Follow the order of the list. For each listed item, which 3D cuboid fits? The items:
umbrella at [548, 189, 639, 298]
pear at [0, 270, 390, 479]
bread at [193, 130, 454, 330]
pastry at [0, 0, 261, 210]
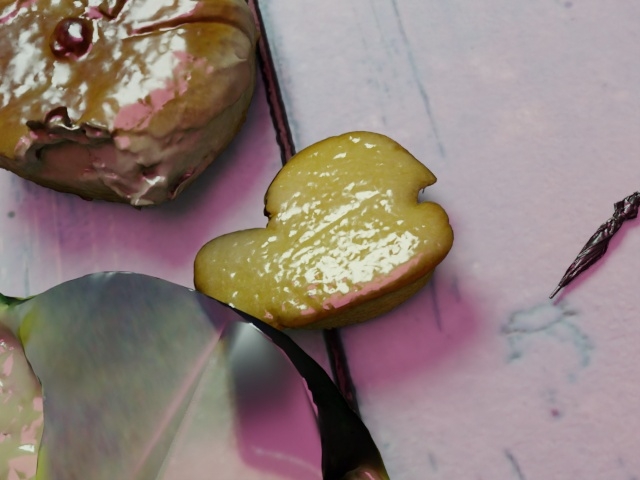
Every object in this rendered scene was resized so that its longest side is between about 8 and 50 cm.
[{"bbox_3d":[0.198,-0.006,0.533,0.122,0.013,0.022,-42,87,-6],"label":"umbrella"},{"bbox_3d":[-0.118,0.227,0.436,0.398,0.165,0.399,-5,68,12],"label":"pear"},{"bbox_3d":[0.000,0.000,0.557,0.187,0.065,0.150,-21,55,8],"label":"bread"},{"bbox_3d":[-0.171,-0.149,0.618,0.256,0.121,0.236,14,73,18],"label":"pastry"}]
